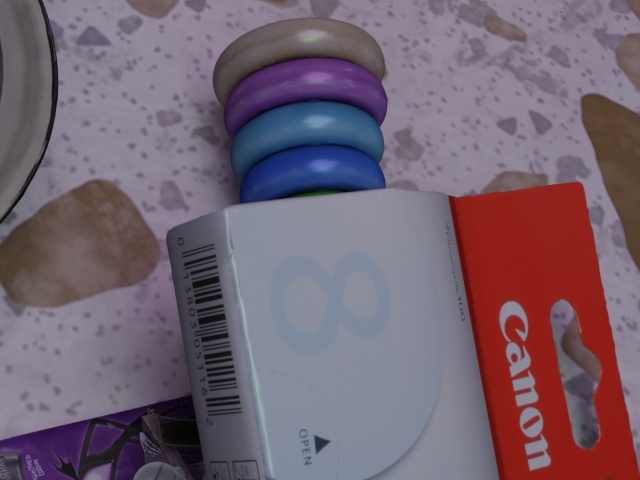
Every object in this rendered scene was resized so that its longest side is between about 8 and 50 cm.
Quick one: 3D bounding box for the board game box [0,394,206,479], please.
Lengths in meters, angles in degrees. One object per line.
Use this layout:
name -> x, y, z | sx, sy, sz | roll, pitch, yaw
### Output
board game box -> -0.108, 0.281, 0.908 | 0.208, 0.056, 0.347 | -13, 67, -21

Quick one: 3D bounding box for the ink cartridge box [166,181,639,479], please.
ink cartridge box -> 0.098, 0.115, 0.965 | 0.385, 0.091, 0.308 | -8, 85, -33

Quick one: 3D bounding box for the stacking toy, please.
stacking toy -> 0.000, 0.000, 1.059 | 0.141, 0.141, 0.330 | 1, 65, -19

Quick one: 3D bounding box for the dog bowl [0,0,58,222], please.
dog bowl -> -0.395, -0.094, 0.953 | 0.407, 0.150, 0.408 | 9, 60, -16
